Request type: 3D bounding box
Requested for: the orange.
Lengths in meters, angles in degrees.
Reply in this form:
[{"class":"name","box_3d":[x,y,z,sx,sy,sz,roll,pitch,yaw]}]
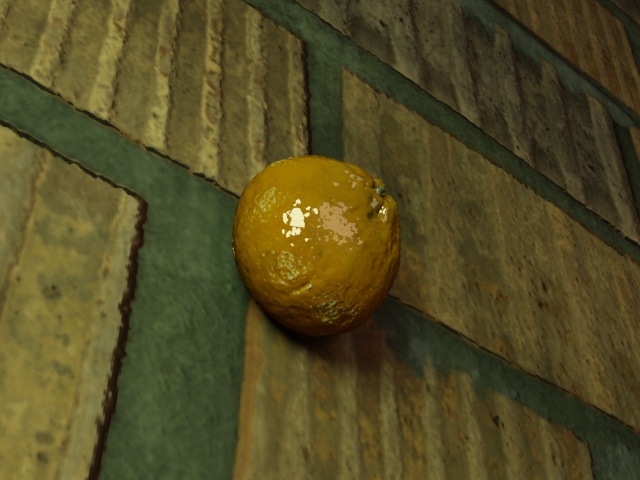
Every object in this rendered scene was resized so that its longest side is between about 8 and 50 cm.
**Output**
[{"class":"orange","box_3d":[-0.001,0.000,0.806,0.135,0.117,0.135,26,37,-21]}]
